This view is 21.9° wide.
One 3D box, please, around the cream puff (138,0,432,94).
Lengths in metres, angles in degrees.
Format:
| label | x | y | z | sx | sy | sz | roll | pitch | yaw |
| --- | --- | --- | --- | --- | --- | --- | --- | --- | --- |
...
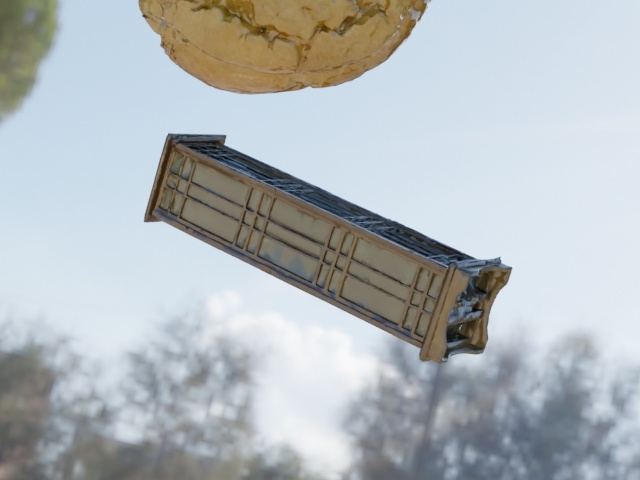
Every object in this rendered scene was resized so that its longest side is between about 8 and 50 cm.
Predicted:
| label | x | y | z | sx | sy | sz | roll | pitch | yaw |
| --- | --- | --- | --- | --- | --- | --- | --- | --- | --- |
| cream puff | -0.018 | -0.171 | 0.894 | 0.189 | 0.189 | 0.129 | 8 | -23 | 18 |

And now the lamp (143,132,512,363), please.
| label | x | y | z | sx | sy | sz | roll | pitch | yaw |
| --- | --- | --- | --- | --- | --- | --- | --- | --- | --- |
| lamp | 0.000 | 0.000 | 1.431 | 0.325 | 0.090 | 0.089 | 26 | 16 | 28 |
